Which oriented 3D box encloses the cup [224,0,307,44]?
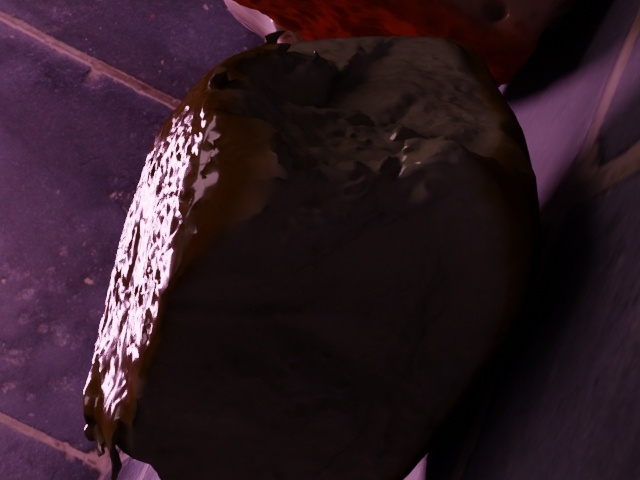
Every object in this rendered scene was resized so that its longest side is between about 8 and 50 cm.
[{"bbox_3d":[0.033,-0.334,1.857,0.273,0.288,0.208,-126,33,-65],"label":"cup"}]

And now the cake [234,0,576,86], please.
[{"bbox_3d":[0.090,-0.282,1.058,0.319,0.269,0.270,-63,6,-2],"label":"cake"}]

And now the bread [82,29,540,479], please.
[{"bbox_3d":[0.000,0.000,0.849,0.279,0.225,0.250,-95,25,-59],"label":"bread"}]
